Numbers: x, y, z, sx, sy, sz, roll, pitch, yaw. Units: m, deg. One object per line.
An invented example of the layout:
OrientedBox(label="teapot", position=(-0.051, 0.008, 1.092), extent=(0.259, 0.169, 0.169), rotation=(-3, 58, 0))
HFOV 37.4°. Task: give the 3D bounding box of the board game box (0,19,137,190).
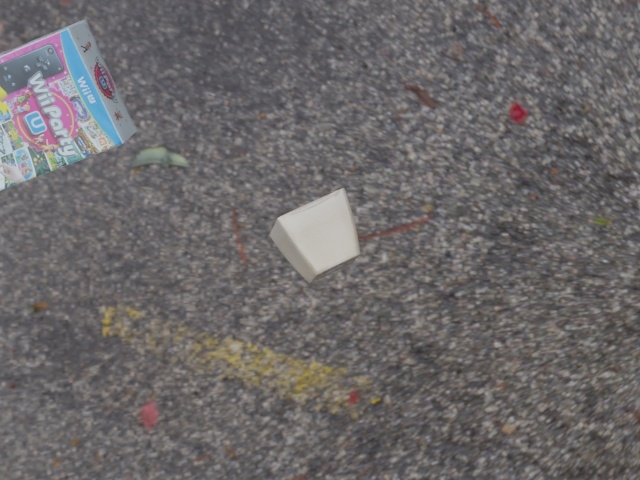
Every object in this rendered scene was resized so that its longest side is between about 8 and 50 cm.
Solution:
OrientedBox(label="board game box", position=(-0.522, -0.239, 1.721), extent=(0.303, 0.097, 0.224), rotation=(-19, 108, 13))

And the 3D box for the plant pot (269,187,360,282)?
OrientedBox(label="plant pot", position=(0.000, 0.000, 1.381), extent=(0.109, 0.109, 0.096), rotation=(-25, 81, -14))
